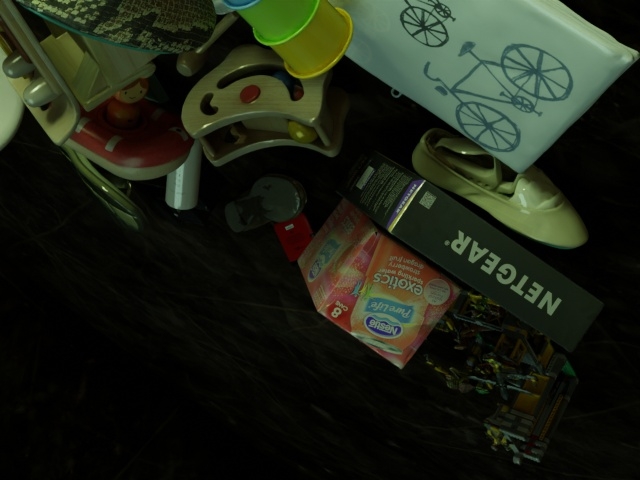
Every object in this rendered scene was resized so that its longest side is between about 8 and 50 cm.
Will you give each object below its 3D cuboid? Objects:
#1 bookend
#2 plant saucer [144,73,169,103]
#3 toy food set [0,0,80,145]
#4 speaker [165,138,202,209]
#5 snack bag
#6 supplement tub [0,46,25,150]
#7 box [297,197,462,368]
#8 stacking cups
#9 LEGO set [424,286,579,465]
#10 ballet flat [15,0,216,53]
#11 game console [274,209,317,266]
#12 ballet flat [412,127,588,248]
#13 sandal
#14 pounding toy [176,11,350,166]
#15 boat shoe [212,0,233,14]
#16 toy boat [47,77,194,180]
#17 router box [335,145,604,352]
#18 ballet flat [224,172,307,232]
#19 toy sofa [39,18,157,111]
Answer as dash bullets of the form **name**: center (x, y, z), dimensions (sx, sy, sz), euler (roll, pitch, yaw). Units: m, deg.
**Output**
- **bookend**: center (-0.228, -0.080, 2.177), dimensions (0.156, 0.072, 0.157), euler (13, 155, 39)
- **plant saucer**: center (-0.292, -0.272, 1.885), dimensions (0.067, 0.018, 0.192), euler (21, 159, 26)
- **toy food set**: center (-0.443, -0.282, 1.616), dimensions (0.220, 0.092, 0.306), euler (47, 169, 44)
- **speaker**: center (-0.221, -0.118, 2.003), dimensions (0.055, 0.055, 0.136), euler (23, 126, 21)
- **snack bag**: center (0.142, -0.225, 1.356), dimensions (0.342, 0.037, 0.323), euler (33, 160, 1)
- **supplement tub**: center (-0.687, -0.248, 2.175), dimensions (0.241, 0.241, 0.331), euler (42, 157, -30)
- **box**: center (0.076, 0.048, 1.788), dimensions (0.154, 0.142, 0.300), euler (35, -174, -13)
- **stacking cups**: center (-0.093, -0.287, 1.285), dimensions (0.096, 0.096, 0.316), euler (11, 162, 44)
- **LEGO set**: center (0.271, 0.230, 2.041), dimensions (0.255, 0.192, 0.331), euler (19, 157, 28)
- **ballet flat**: center (-0.312, -0.335, 1.232), dimensions (0.482, 0.164, 0.182), euler (21, 144, -13)
- **game console**: center (0.000, 0.000, 2.136), dimensions (0.124, 0.085, 0.144), euler (64, 155, -2)
- **ballet flat**: center (0.228, -0.072, 1.552), dimensions (0.248, 0.086, 0.086), euler (26, 160, 15)
- **sandal**: center (-0.396, -0.135, 2.224), dimensions (0.303, 0.086, 0.120), euler (48, 165, 29)
- **pounding toy**: center (-0.104, -0.192, 1.606), dimensions (0.269, 0.154, 0.155), euler (16, 156, 34)
- **boat shoe**: center (-0.099, -0.302, 1.476), dimensions (0.063, 0.066, 0.184), euler (25, 163, -29)
- **toy boat**: center (-0.296, -0.199, 1.876), dimensions (0.231, 0.151, 0.151), euler (30, 130, 14)
- **router box**: center (0.190, 0.007, 1.627), dimensions (0.309, 0.081, 0.243), euler (33, -176, -21)
- **ballet flat**: center (-0.084, -0.063, 2.052), dimensions (0.250, 0.058, 0.084), euler (-23, 89, 60)
- **toy sofa**: center (-0.322, -0.351, 1.590), dimensions (0.150, 0.177, 0.362), euler (48, 171, 29)
